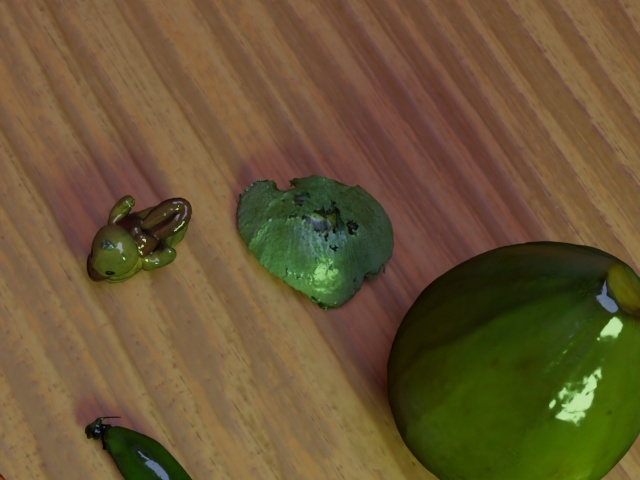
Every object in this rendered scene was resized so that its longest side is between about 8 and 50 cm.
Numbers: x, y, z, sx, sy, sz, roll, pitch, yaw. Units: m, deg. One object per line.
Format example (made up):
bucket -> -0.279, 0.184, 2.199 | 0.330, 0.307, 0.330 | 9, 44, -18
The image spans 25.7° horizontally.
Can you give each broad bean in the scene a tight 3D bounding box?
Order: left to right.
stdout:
broad bean -> -0.118, 0.257, 1.226 | 0.065, 0.046, 0.255 | -29, 79, -17

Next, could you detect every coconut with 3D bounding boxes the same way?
coconut -> 0.002, -0.003, 1.353 | 0.158, 0.055, 0.133 | -4, 70, -16

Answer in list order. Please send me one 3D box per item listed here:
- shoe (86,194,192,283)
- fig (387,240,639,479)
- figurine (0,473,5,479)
shoe -> -0.168, -0.006, 1.296 | 0.109, 0.069, 0.072 | -13, 74, -26
fig -> 0.191, 0.109, 1.248 | 0.239, 0.271, 0.239 | 12, 55, -18
figurine -> -0.408, 0.199, 1.032 | 0.306, 0.241, 0.412 | -37, 101, -36
